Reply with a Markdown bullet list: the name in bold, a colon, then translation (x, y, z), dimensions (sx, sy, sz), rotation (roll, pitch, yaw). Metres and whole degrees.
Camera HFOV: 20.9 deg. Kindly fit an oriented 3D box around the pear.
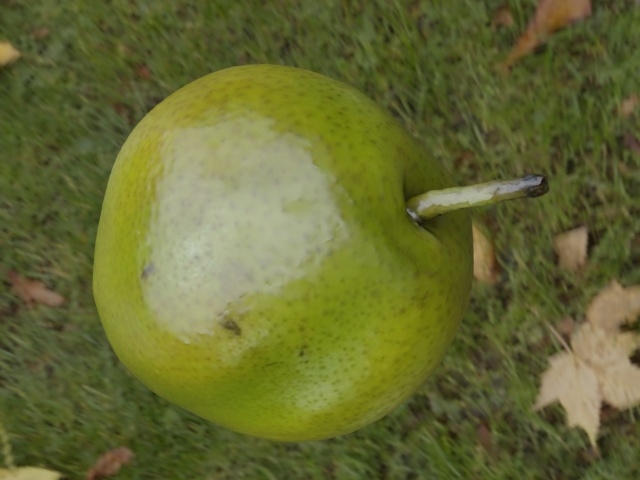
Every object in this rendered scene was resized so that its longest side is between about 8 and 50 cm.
- **pear**: translation (0.000, 0.000, 0.796), dimensions (0.216, 0.180, 0.166), rotation (-20, 30, 36)
